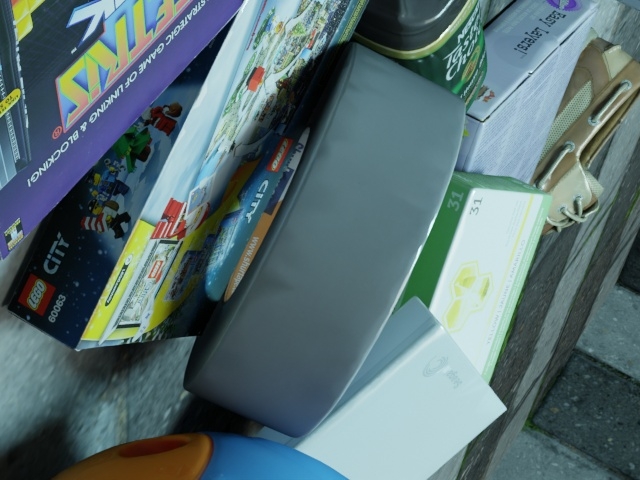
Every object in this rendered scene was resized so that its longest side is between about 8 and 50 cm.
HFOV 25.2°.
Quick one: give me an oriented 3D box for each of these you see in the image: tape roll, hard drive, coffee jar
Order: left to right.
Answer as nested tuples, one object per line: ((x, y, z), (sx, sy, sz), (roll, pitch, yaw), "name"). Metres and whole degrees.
((-0.010, 0.186, 1.057), (0.307, 0.040, 0.203), (-41, 149, 0), "hard drive")
((0.000, 0.000, 0.816), (0.219, 0.072, 0.219), (-62, -173, 13), "tape roll")
((0.059, -0.135, 0.898), (0.096, 0.079, 0.184), (-57, 163, -13), "coffee jar")

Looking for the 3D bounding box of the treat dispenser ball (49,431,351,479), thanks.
((-0.066, 0.248, 0.782), (0.288, 0.288, 0.288), (-54, 162, -25), "treat dispenser ball")

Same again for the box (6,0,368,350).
((-0.057, -0.058, 0.732), (0.233, 0.044, 0.159), (-63, 165, 6), "box")

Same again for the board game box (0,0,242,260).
((-0.094, -0.097, 0.548), (0.170, 0.048, 0.141), (-52, 161, -29), "board game box")

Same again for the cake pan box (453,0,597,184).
((0.141, -0.078, 1.276), (0.267, 0.070, 0.245), (-44, 159, -45), "cake pan box")

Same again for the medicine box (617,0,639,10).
((0.217, -0.262, 0.784), (0.263, 0.289, 0.149), (-51, 161, -31), "medicine box")

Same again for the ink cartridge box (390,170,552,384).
((0.070, 0.029, 1.087), (0.235, 0.056, 0.171), (3, 109, -51), "ink cartridge box")

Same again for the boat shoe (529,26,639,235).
((0.236, -0.064, 1.496), (0.324, 0.116, 0.123), (-63, 164, 8), "boat shoe")
